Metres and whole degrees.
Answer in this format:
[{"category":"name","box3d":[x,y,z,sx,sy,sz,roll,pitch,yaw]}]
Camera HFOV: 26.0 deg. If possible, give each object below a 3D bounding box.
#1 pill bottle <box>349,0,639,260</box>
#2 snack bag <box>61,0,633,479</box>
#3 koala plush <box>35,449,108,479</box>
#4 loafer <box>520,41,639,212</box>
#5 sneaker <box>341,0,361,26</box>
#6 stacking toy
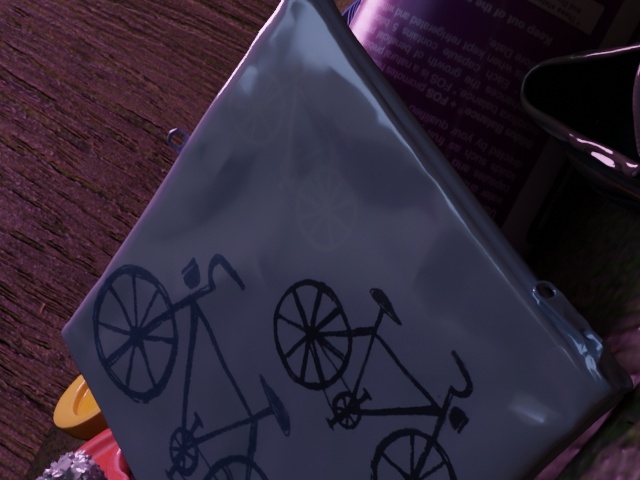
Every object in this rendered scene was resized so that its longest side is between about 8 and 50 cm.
[{"category":"pill bottle","box3d":[0.083,-0.081,0.869,0.302,0.169,0.169,-63,10,8]},{"category":"snack bag","box3d":[-0.014,0.063,0.810,0.342,0.037,0.323,-54,55,31]},{"category":"koala plush","box3d":[-0.192,0.292,1.108,0.203,0.196,0.221,-41,19,58]},{"category":"loafer","box3d":[0.167,-0.058,0.666,0.096,0.084,0.267,-61,11,-4]},{"category":"sneaker","box3d":[0.067,-0.256,1.658,0.232,0.081,0.090,-51,7,35]},{"category":"stacking toy","box3d":[-0.168,0.233,1.529,0.279,0.130,0.309,-27,26,20]}]
